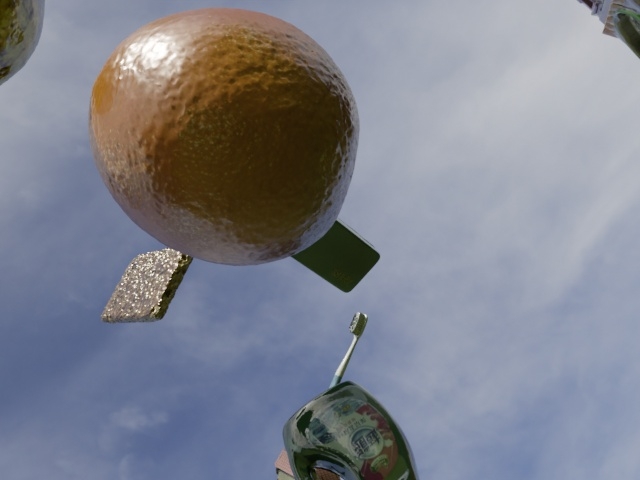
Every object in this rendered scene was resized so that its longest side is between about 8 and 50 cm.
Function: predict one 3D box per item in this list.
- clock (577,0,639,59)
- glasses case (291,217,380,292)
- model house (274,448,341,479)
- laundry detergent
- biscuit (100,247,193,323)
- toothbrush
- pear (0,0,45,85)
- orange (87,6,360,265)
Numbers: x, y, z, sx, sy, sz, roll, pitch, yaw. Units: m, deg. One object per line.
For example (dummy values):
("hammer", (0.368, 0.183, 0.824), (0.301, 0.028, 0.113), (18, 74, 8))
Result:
("clock", (0.385, -0.260, 0.676), (0.166, 0.309, 0.235), (-46, -13, 15))
("glasses case", (0.000, 0.000, 0.872), (0.078, 0.039, 0.184), (-49, -49, 7))
("model house", (-0.017, 0.312, 0.859), (0.057, 0.083, 0.058), (-1, -91, -33))
("laundry detergent", (0.049, 0.269, 0.748), (0.137, 0.211, 0.063), (-27, -43, -16))
("biscuit", (-0.275, 0.070, 1.019), (0.025, 0.230, 0.131), (36, -118, -28))
("toothbrush", (0.021, 0.247, 1.090), (0.025, 0.019, 0.276), (36, -111, -37))
("pear", (-0.335, -0.208, 0.537), (0.197, 0.197, 0.197), (-8, -75, -33))
("orange", (-0.070, -0.077, 0.488), (0.206, 0.206, 0.206), (-8, -75, -33))
